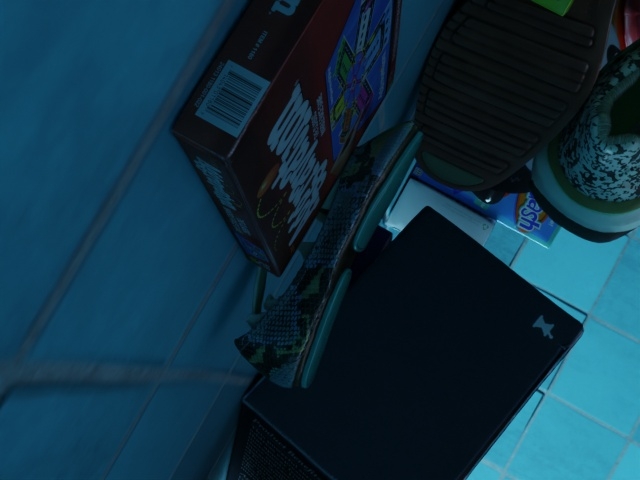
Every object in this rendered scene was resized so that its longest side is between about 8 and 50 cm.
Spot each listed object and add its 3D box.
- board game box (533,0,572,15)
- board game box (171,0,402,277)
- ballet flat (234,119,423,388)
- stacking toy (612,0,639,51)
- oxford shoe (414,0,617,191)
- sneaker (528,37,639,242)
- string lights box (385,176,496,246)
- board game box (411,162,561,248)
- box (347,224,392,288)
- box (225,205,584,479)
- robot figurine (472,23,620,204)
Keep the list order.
[{"bbox_3d":[0.190,-0.274,0.842,0.181,0.092,0.043,-64,173,21],"label":"board game box"},{"bbox_3d":[-0.004,-0.069,0.543,0.145,0.027,0.281,-59,173,-8],"label":"board game box"},{"bbox_3d":[0.000,0.000,0.702,0.070,0.070,0.188,59,56,-82],"label":"ballet flat"},{"bbox_3d":[0.345,-0.270,1.425,0.166,0.302,0.175,38,66,-44],"label":"stacking toy"},{"bbox_3d":[0.203,-0.221,0.998,0.397,0.140,0.146,-63,180,32],"label":"oxford shoe"},{"bbox_3d":[0.364,-0.176,1.009,0.410,0.158,0.182,-49,169,-10],"label":"sneaker"},{"bbox_3d":[0.186,-0.039,1.603,0.077,0.133,0.260,-62,174,13],"label":"string lights box"},{"bbox_3d":[0.250,-0.109,1.471,0.160,0.210,0.047,-63,173,13],"label":"board game box"},{"bbox_3d":[0.039,0.056,1.333,0.136,0.036,0.225,-60,172,-8],"label":"box"},{"bbox_3d":[0.071,0.203,1.223,0.293,0.212,0.395,-45,167,-25],"label":"box"},{"bbox_3d":[0.237,-0.164,1.287,0.278,0.173,0.209,111,-8,-51],"label":"robot figurine"}]
